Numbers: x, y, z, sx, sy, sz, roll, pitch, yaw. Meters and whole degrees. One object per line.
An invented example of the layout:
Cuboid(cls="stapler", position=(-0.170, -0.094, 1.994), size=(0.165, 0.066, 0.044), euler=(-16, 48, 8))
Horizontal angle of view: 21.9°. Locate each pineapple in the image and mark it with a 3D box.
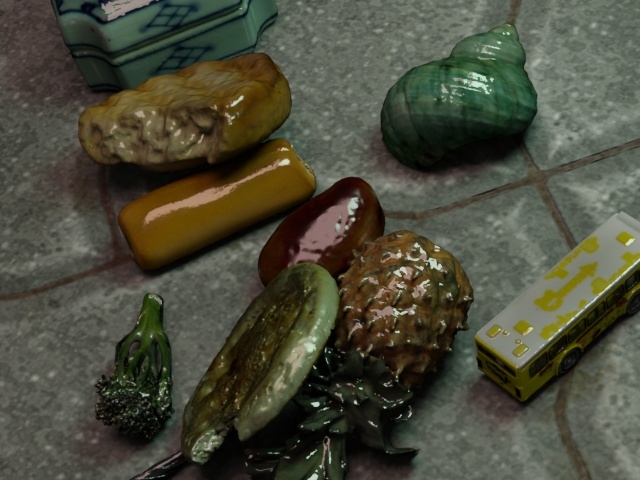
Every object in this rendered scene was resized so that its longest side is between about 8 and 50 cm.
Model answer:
Cuboid(cls="pineapple", position=(0.045, 0.144, 1.694), size=(0.170, 0.141, 0.310), euler=(30, 68, 8))

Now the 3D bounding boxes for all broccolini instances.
Cuboid(cls="broccolini", position=(-0.194, 0.142, 1.828), size=(0.091, 0.068, 0.202), euler=(5, 34, 5))

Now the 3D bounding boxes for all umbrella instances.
Cuboid(cls="umbrella", position=(-0.216, 0.271, 1.713), size=(0.269, 0.044, 0.044), euler=(-31, 78, -11))

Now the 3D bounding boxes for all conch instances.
Cuboid(cls="conch", position=(0.166, -0.170, 1.943), size=(0.188, 0.122, 0.176), euler=(-28, 23, -14))

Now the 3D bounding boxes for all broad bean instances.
Cuboid(cls="broad bean", position=(0.000, 0.000, 1.867), size=(0.165, 0.084, 0.114), euler=(-35, 32, -7))

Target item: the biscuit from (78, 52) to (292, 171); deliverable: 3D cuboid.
Cuboid(cls="biscuit", position=(-0.145, -0.153, 2.005), size=(0.274, 0.091, 0.213), euler=(1, 27, 46))

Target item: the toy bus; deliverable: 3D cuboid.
Cuboid(cls="toy bus", position=(0.262, 0.068, 1.728), size=(0.226, 0.074, 0.081), euler=(-38, 49, -16))

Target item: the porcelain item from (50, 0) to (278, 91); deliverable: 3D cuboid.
Cuboid(cls="porcelain item", position=(-0.221, -0.347, 2.195), size=(0.286, 0.157, 0.281), euler=(-21, 48, -1))

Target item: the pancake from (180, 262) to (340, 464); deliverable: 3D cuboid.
Cuboid(cls="pancake", position=(-0.065, 0.123, 1.703), size=(0.253, 0.037, 0.253), euler=(-47, 18, 21))

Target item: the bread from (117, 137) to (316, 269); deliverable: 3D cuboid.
Cuboid(cls="bread", position=(-0.123, -0.049, 1.952), size=(0.239, 0.074, 0.092), euler=(-25, 42, -7))
